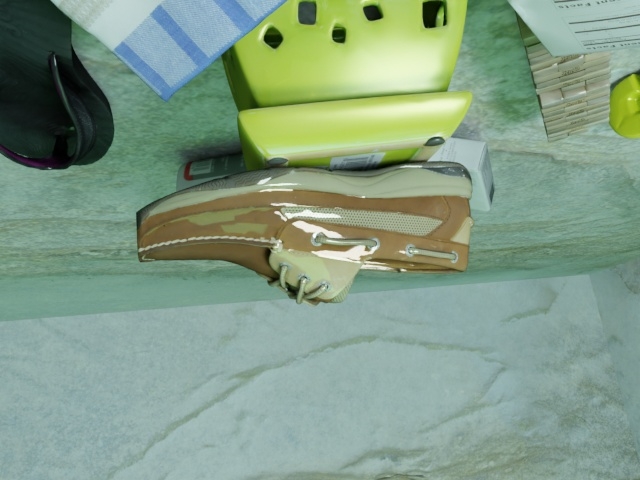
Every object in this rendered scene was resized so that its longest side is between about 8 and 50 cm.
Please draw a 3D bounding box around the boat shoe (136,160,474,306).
[{"bbox_3d":[0.000,0.000,0.532,0.324,0.119,0.122,-6,173,-13],"label":"boat shoe"}]

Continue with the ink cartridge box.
[{"bbox_3d":[0.206,-0.134,1.120,0.239,0.060,0.275,13,173,22],"label":"ink cartridge box"}]

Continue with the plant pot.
[{"bbox_3d":[0.016,-0.165,0.561,0.227,0.207,0.228,-6,173,-6],"label":"plant pot"}]

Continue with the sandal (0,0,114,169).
[{"bbox_3d":[-0.332,-0.160,0.636,0.168,0.106,0.445,-5,165,-13],"label":"sandal"}]

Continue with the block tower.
[{"bbox_3d":[0.318,-0.234,0.747,0.091,0.097,0.335,-15,165,22],"label":"block tower"}]

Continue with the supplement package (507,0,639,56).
[{"bbox_3d":[0.223,-0.259,0.455,0.134,0.138,0.244,7,178,39],"label":"supplement package"}]

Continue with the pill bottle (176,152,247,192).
[{"bbox_3d":[-0.084,-0.075,0.977,0.284,0.161,0.161,-9,165,3],"label":"pill bottle"}]

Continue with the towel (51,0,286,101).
[{"bbox_3d":[-0.155,-0.228,0.364,0.209,0.034,0.285,-20,129,40],"label":"towel"}]

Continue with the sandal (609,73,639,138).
[{"bbox_3d":[0.599,-0.241,0.841,0.138,0.126,0.317,-2,172,-35],"label":"sandal"}]
